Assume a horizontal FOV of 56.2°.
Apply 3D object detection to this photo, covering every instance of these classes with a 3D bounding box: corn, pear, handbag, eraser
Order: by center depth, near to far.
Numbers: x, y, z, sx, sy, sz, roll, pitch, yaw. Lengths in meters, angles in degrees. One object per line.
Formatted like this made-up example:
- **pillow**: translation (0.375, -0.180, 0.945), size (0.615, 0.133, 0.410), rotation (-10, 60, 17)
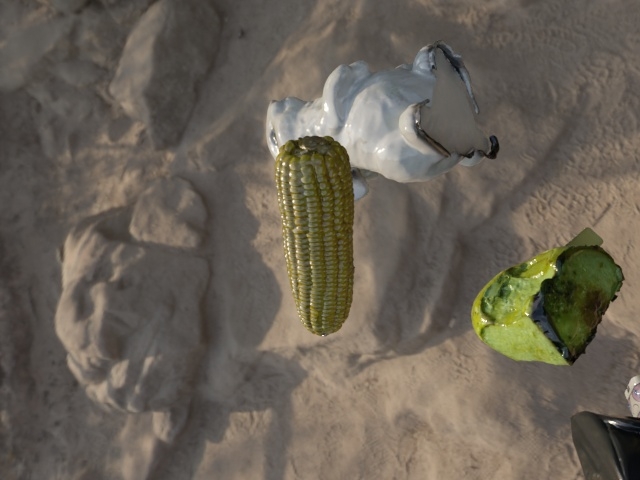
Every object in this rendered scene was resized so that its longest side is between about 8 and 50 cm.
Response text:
- **corn**: translation (0.000, 0.000, 0.626), size (0.080, 0.080, 0.230), rotation (31, 139, 43)
- **pear**: translation (0.432, 0.113, 1.207), size (0.238, 0.164, 0.255), rotation (-49, 12, -22)
- **handbag**: translation (0.739, 0.466, 1.328), size (0.275, 0.302, 0.177), rotation (-86, 5, -52)
- **eraser**: translation (0.577, 0.056, 1.412), size (0.058, 0.117, 0.172), rotation (44, 148, 18)

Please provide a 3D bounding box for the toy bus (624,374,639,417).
- **toy bus**: translation (0.911, 0.412, 1.546), size (0.203, 0.142, 0.142), rotation (-10, 52, 7)

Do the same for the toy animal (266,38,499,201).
- **toy animal**: translation (0.073, -0.171, 0.979), size (0.358, 0.258, 0.193), rotation (-10, 44, 42)
